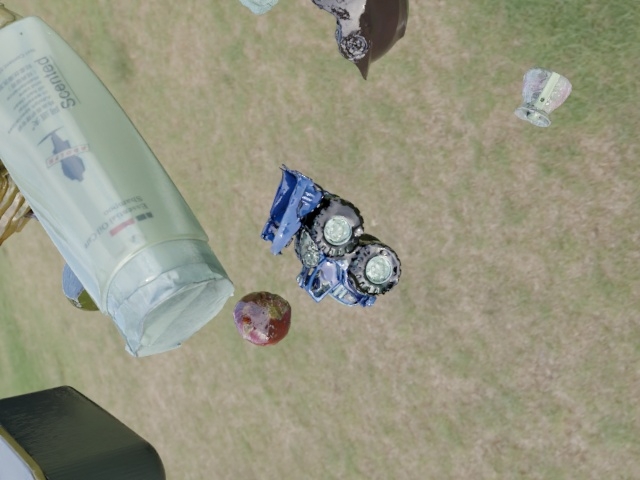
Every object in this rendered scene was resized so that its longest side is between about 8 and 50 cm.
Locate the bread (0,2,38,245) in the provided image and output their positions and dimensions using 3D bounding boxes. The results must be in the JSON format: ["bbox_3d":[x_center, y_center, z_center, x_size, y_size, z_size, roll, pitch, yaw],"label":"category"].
[{"bbox_3d":[-0.491,-0.165,1.020,0.314,0.192,0.370,33,127,-10],"label":"bread"}]

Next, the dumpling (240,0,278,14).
[{"bbox_3d":[-0.155,-0.597,1.668,0.149,0.105,0.217,-9,97,17],"label":"dumpling"}]

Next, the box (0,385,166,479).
[{"bbox_3d":[-0.190,0.197,0.572,0.201,0.090,0.145,9,104,52],"label":"box"}]

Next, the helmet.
[{"bbox_3d":[0.098,-0.505,1.632,0.305,0.177,0.225,51,-159,-36],"label":"helmet"}]

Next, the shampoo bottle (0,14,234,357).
[{"bbox_3d":[-0.124,-0.036,0.416,0.212,0.072,0.049,50,172,25],"label":"shampoo bottle"}]

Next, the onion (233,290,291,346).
[{"bbox_3d":[-0.103,0.139,1.375,0.107,0.107,0.097,51,139,29],"label":"onion"}]

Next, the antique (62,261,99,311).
[{"bbox_3d":[-0.308,0.032,1.138,0.221,0.081,0.080,-44,51,42],"label":"antique"}]

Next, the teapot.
[{"bbox_3d":[0.288,-0.187,1.003,0.064,0.083,0.064,25,86,5],"label":"teapot"}]

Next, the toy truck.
[{"bbox_3d":[0.000,0.000,1.027,0.208,0.126,0.113,48,179,-13],"label":"toy truck"}]
